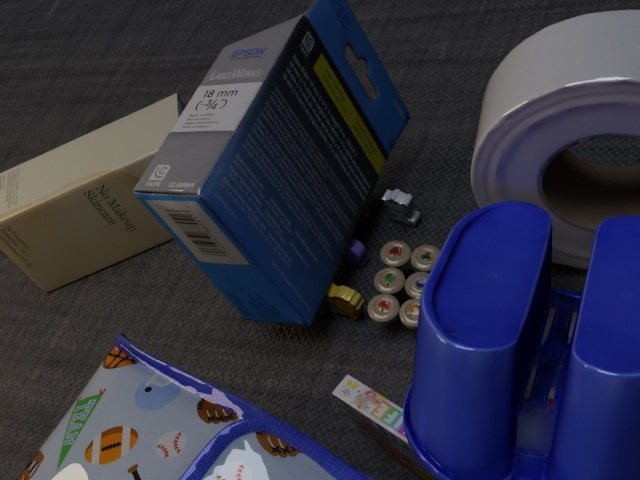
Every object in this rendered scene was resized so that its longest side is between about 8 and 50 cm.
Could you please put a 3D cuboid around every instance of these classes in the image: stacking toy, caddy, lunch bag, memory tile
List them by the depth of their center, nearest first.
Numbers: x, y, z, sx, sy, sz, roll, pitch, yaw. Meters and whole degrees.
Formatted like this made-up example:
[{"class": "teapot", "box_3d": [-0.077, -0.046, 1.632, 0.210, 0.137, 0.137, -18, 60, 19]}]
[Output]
[{"class": "lunch bag", "box_3d": [-0.123, 0.306, 0.842, 0.385, 0.239, 0.328, 22, 68, 40]}, {"class": "caddy", "box_3d": [0.209, 0.105, 0.853, 0.241, 0.179, 0.341, 8, 30, 19]}, {"class": "memory tile", "box_3d": [0.132, 0.054, 1.065, 0.148, 0.012, 0.113, 7, 58, 15]}, {"class": "stacking toy", "box_3d": [0.000, 0.000, 1.188, 0.221, 0.052, 0.167, 14, 59, 37]}]

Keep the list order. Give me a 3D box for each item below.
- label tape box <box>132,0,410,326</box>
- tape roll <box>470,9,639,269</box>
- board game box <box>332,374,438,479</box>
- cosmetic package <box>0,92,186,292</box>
[{"class": "label tape box", "box_3d": [-0.040, -0.104, 1.097, 0.106, 0.240, 0.333, 3, 53, 36]}, {"class": "tape roll", "box_3d": [0.297, -0.089, 0.937, 0.286, 0.286, 0.100, -4, 50, 26]}, {"class": "board game box", "box_3d": [0.089, 0.200, 0.921, 0.154, 0.103, 0.026, 27, 68, 42]}, {"class": "cosmetic package", "box_3d": [-0.299, -0.063, 1.332, 0.309, 0.160, 0.113, -23, 45, 10]}]
